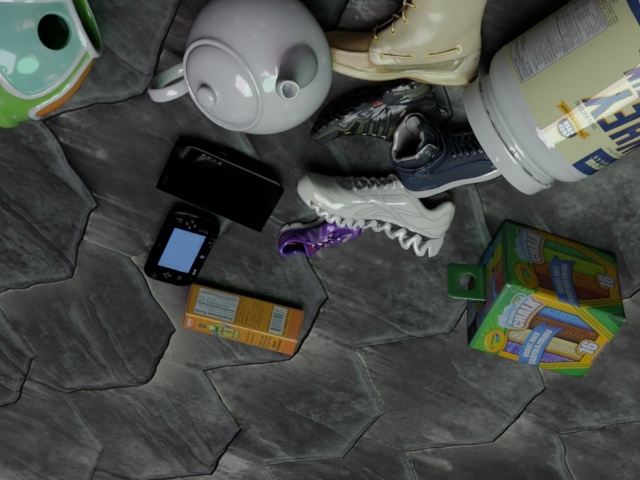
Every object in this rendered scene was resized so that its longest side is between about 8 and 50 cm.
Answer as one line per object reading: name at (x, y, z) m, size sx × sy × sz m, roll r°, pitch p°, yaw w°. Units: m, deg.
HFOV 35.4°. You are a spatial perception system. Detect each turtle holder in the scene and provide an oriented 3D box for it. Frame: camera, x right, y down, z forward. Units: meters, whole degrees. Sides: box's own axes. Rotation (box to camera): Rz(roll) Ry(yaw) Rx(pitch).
turtle holder at (-0.479, -0.347, 1.553) m, size 0.227 × 0.243 × 0.320 m, roll -18°, pitch 87°, yaw 5°

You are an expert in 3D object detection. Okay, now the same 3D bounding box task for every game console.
game console at (-0.222, -0.032, 1.884) m, size 0.213 × 0.044 × 0.361 m, roll 23°, pitch 131°, yaw -11°

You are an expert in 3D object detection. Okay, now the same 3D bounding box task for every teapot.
teapot at (-0.123, -0.257, 1.525) m, size 0.252 × 0.187 × 0.256 m, roll 42°, pitch 144°, yaw 9°

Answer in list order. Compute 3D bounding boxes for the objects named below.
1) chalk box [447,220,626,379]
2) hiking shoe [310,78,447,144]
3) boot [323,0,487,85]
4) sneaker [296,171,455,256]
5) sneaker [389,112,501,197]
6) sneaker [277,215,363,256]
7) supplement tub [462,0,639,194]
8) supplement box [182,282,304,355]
chalk box at (0.372, 0.098, 1.810) m, size 0.288 × 0.180 × 0.179 m, roll 17°, pitch 132°, yaw -7°
hiking shoe at (0.093, -0.195, 1.659) m, size 0.226 × 0.086 × 0.114 m, roll -22°, pitch 121°, yaw 25°
boot at (0.125, -0.343, 1.516) m, size 0.261 × 0.095 × 0.204 m, roll 7°, pitch 132°, yaw 1°
sneaker at (0.100, -0.074, 1.764) m, size 0.292 × 0.110 × 0.118 m, roll 18°, pitch 123°, yaw -15°
sneaker at (0.221, -0.157, 1.626) m, size 0.226 × 0.086 × 0.163 m, roll -23°, pitch 148°, yaw 11°
sneaker at (0.000, 0.000, 1.857) m, size 0.169 × 0.071 × 0.068 m, roll -15°, pitch 127°, yaw 20°
supplement tub at (0.398, -0.231, 1.469) m, size 0.324 × 0.235 × 0.235 m, roll -33°, pitch 119°, yaw 29°
supplement box at (-0.155, 0.158, 2.008) m, size 0.233 × 0.080 × 0.078 m, roll 16°, pitch 149°, yaw -2°
